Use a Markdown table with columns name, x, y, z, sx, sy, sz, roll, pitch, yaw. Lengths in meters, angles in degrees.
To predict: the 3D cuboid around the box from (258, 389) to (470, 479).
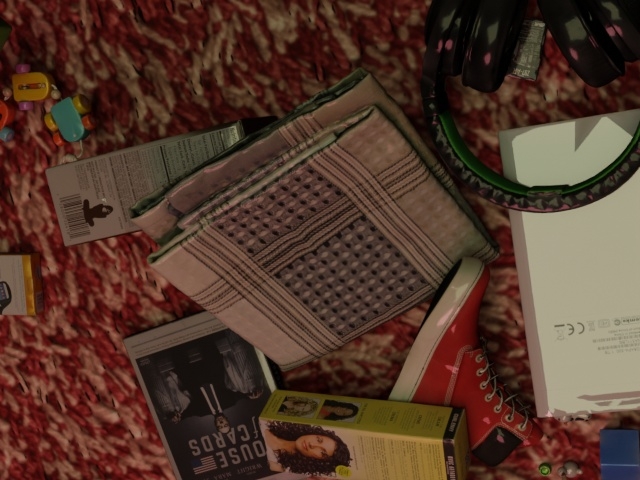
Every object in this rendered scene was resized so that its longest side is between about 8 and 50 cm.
| name | x | y | z | sx | sy | sz | roll | pitch | yaw |
| --- | --- | --- | --- | --- | --- | --- | --- | --- | --- |
| box | 0.050 | 0.229 | 1.205 | 0.232 | 0.058 | 0.087 | 1 | 122 | 21 |

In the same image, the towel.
| name | x | y | z | sx | sy | sz | roll | pitch | yaw |
| --- | --- | --- | --- | --- | --- | --- | --- | --- | --- |
| towel | 0.000 | 0.000 | 1.145 | 0.312 | 0.056 | 0.324 | -29 | 130 | 17 |

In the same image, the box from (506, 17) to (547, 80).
| name | x | y | z | sx | sy | sz | roll | pitch | yaw |
| --- | --- | --- | --- | --- | --- | --- | --- | --- | --- |
| box | 0.204 | -0.216 | 1.164 | 0.083 | 0.018 | 0.067 | 12 | 102 | 13 |

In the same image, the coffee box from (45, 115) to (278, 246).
| name | x | y | z | sx | sy | sz | roll | pitch | yaw |
| --- | --- | --- | --- | --- | --- | --- | --- | --- | --- |
| coffee box | -0.171 | -0.070 | 1.230 | 0.247 | 0.141 | 0.098 | -12 | 95 | 16 |

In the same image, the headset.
| name | x | y | z | sx | sy | sz | roll | pitch | yaw |
| --- | --- | --- | --- | --- | --- | --- | --- | --- | --- |
| headset | 0.229 | -0.230 | 1.090 | 0.243 | 0.185 | 0.394 | -1 | 106 | 20 |

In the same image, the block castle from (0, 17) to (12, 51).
| name | x | y | z | sx | sy | sz | roll | pitch | yaw |
| --- | --- | --- | --- | --- | --- | --- | --- | --- | --- |
| block castle | -0.484 | -0.281 | 1.236 | 0.303 | 0.213 | 0.453 | 36 | 107 | 10 |

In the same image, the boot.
| name | x | y | z | sx | sy | sz | roll | pitch | yaw |
| --- | --- | --- | --- | --- | --- | --- | --- | --- | --- |
| boot | 0.187 | 0.141 | 1.178 | 0.176 | 0.088 | 0.244 | 24 | 125 | 9 |

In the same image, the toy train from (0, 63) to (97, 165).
| name | x | y | z | sx | sy | sz | roll | pitch | yaw |
| --- | --- | --- | --- | --- | --- | --- | --- | --- | --- |
| toy train | -0.350 | -0.150 | 1.317 | 0.166 | 0.046 | 0.125 | 27 | 106 | 13 |

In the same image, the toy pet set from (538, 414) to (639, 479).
| name | x | y | z | sx | sy | sz | roll | pitch | yaw |
| --- | --- | --- | --- | --- | --- | --- | --- | --- | --- |
| toy pet set | 0.301 | 0.250 | 1.190 | 0.114 | 0.065 | 0.122 | -1 | 99 | 16 |

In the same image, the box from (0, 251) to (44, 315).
| name | x | y | z | sx | sy | sz | roll | pitch | yaw |
| --- | --- | --- | --- | --- | --- | --- | --- | --- | --- |
| box | -0.431 | 0.056 | 1.381 | 0.136 | 0.028 | 0.081 | 0 | 99 | 18 |

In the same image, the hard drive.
| name | x | y | z | sx | sy | sz | roll | pitch | yaw |
| --- | --- | --- | --- | --- | --- | --- | --- | --- | --- |
| hard drive | 0.320 | 0.023 | 1.142 | 0.210 | 0.040 | 0.318 | -8 | 90 | 17 |

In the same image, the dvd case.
| name | x | y | z | sx | sy | sz | roll | pitch | yaw |
| --- | --- | --- | --- | --- | --- | --- | --- | --- | --- |
| dvd case | -0.128 | 0.206 | 1.321 | 0.179 | 0.029 | 0.238 | -20 | 93 | 18 |
